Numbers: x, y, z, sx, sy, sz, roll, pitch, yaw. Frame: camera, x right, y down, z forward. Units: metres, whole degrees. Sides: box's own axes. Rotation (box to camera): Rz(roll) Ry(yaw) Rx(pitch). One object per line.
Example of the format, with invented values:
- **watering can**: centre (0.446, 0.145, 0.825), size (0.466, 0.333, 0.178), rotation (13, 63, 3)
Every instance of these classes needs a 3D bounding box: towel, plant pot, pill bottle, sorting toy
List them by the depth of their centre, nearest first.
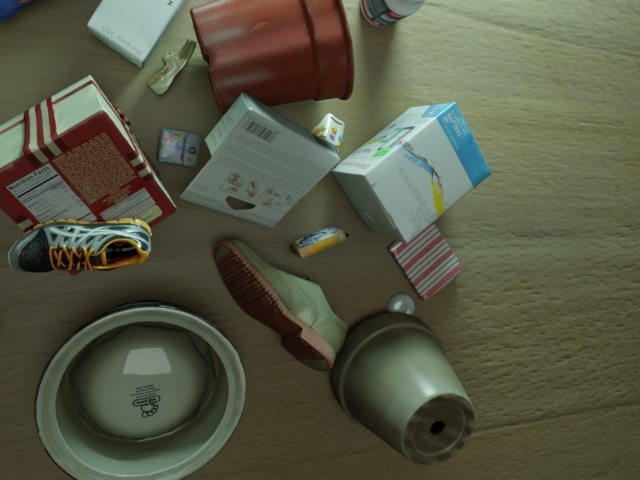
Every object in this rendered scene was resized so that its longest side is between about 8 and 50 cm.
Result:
- **plant pot**: centre (-0.102, -0.384, 0.957), size (0.264, 0.272, 0.273), rotation (-17, 106, -7)
- **pill bottle**: centre (0.170, -0.543, 1.052), size (0.107, 0.180, 0.108), rotation (-4, 102, -19)
- **sorting toy**: centre (0.026, -0.259, 1.138), size (0.083, 0.044, 0.075), rotation (28, 71, -22)
- **plant pot**: centre (0.219, 0.378, 1.183), size (0.322, 0.280, 0.324), rotation (-5, 106, -17)
- **towel**: centre (0.283, 0.050, 1.294), size (0.144, 0.029, 0.197), rotation (-39, 108, -9)

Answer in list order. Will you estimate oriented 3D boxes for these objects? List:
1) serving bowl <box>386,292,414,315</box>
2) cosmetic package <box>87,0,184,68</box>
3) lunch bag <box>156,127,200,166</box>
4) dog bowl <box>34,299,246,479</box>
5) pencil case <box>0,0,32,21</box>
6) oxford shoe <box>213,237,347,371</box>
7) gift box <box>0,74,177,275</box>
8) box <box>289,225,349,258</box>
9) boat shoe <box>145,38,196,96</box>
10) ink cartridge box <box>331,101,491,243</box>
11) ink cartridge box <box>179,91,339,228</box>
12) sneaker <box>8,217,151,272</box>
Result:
- **serving bowl**: centre (0.221, 0.184, 1.295), size (0.083, 0.027, 0.084), rotation (-4, 101, -20)
- **cosmetic package**: centre (-0.338, -0.470, 0.936), size (0.117, 0.085, 0.231), rotation (31, 88, -22)
- **lunch bag**: centre (-0.299, -0.197, 1.020), size (0.083, 0.053, 0.071), rotation (8, 99, -30)
- **dog bowl**: centre (-0.376, 0.314, 1.040), size (0.407, 0.150, 0.409), rotation (-4, 102, -20)
- **pencil case**: centre (-0.497, -0.502, 0.853), size (0.306, 0.119, 0.133), rotation (-31, 120, -12)
- **oxford shoe**: centre (-0.089, 0.130, 1.141), size (0.397, 0.140, 0.147), rotation (51, 51, -16)
- **gift box**: centre (-0.439, -0.109, 0.883), size (0.255, 0.258, 0.277), rotation (-30, 131, -12)
- **box**: centre (0.000, 0.000, 1.151), size (0.136, 0.081, 0.028), rotation (-25, 107, -14)
- **boat shoe**: centre (-0.307, -0.362, 0.985), size (0.045, 0.050, 0.135), rotation (35, 87, -28)
- **ink cartridge box**: centre (0.208, -0.161, 1.132), size (0.270, 0.198, 0.197), rotation (-39, 111, -10)
- **ink cartridge box**: centre (-0.128, -0.152, 1.017), size (0.239, 0.060, 0.275), rotation (-43, 144, 23)
- **sneaker**: centre (-0.379, 0.014, 0.772), size (0.214, 0.083, 0.084), rotation (-12, 126, -23)
